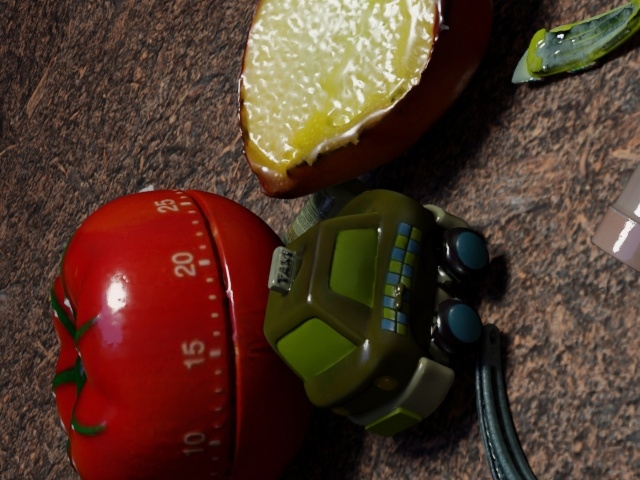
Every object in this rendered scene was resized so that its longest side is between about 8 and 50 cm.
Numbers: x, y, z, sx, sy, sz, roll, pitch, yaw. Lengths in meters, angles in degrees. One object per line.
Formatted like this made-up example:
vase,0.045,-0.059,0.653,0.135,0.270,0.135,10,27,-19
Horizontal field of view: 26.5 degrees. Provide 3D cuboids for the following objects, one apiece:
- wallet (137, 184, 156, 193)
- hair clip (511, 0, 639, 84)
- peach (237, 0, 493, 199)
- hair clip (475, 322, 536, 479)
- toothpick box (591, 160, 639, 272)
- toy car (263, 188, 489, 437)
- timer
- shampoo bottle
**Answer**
wallet,-0.279,0.013,2.058,0.124,0.032,0.183,-43,38,33
hair clip,0.270,-0.207,1.385,0.188,0.033,0.060,-18,55,53
peach,0.057,-0.200,1.542,0.258,0.201,0.361,32,101,31
hair clip,0.176,0.189,1.277,0.083,0.048,0.275,-52,35,31
toothpick box,0.311,-0.040,1.165,0.149,0.098,0.098,-61,33,10
toy car,0.038,0.056,1.393,0.204,0.198,0.247,-36,36,49
timer,-0.159,0.129,1.544,0.378,0.279,0.378,176,90,-70
shampoo bottle,0.000,0.000,1.613,0.162,0.079,0.079,-55,35,20
